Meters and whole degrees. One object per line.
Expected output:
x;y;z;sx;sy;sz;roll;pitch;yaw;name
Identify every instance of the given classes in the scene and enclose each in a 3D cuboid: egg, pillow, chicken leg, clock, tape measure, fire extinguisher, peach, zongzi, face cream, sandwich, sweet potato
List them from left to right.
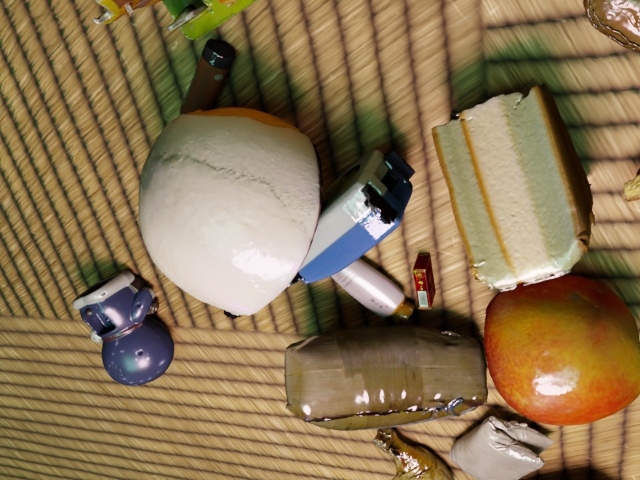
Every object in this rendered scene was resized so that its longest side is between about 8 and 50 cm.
-0.421;0.198;1.273;0.199;0.146;0.244;-20;104;26;clock
-0.189;-0.238;0.956;0.062;0.050;0.177;7;136;-30;fire extinguisher
-0.166;-0.060;0.871;0.200;0.337;0.337;18;135;-34;egg
0.000;0.000;0.924;0.098;0.215;0.351;45;126;-10;tape measure
0.084;0.080;1.046;0.182;0.051;0.072;38;127;-6;face cream
0.116;0.273;1.120;0.355;0.174;0.393;-2;158;-1;zongzi
0.186;0.472;1.236;0.227;0.088;0.103;38;140;-9;chicken leg
0.341;0.412;1.141;0.134;0.078;0.181;27;135;2;pillow
0.244;-0.086;0.765;0.155;0.227;0.198;-21;112;31;sandwich
0.357;0.160;0.882;0.230;0.231;0.231;10;124;16;peach
0.410;-0.237;0.709;0.233;0.062;0.081;42;142;-12;sweet potato

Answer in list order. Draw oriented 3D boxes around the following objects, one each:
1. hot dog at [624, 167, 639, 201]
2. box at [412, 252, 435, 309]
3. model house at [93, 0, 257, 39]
0.470;-0.108;0.761;0.168;0.078;0.061;-24;79;21;hot dog
0.177;0.070;1.001;0.023;0.051;0.082;-2;121;22;box
-0.159;-0.377;0.692;0.357;0.313;0.243;-18;115;29;model house
